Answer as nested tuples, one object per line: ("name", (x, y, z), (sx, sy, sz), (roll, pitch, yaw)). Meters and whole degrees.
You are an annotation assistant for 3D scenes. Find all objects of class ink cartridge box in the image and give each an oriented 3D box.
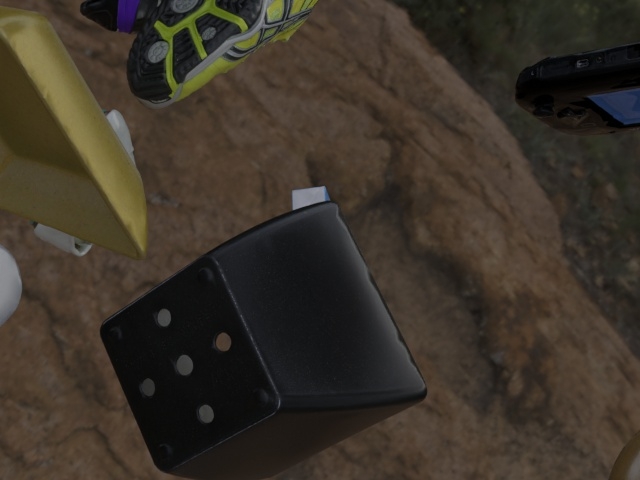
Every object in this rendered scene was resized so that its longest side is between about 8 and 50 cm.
("ink cartridge box", (0.000, 0.000, 1.773), (0.060, 0.180, 0.104), (-9, 58, 9))

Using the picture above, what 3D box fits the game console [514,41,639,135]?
("game console", (0.293, -0.092, 0.571), (0.213, 0.361, 0.043), (30, 63, -48))

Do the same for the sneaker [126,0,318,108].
("sneaker", (-0.094, -0.301, 1.387), (0.384, 0.147, 0.145), (-45, 55, -14))

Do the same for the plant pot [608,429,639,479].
("plant pot", (0.408, 0.284, 1.051), (0.236, 0.032, 0.236), (1, 72, -3))

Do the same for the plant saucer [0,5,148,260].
("plant saucer", (-0.349, -0.149, 1.164), (0.333, 0.332, 0.081), (18, 57, 36))

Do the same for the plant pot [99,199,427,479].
("plant pot", (-0.059, 0.090, 0.829), (0.167, 0.188, 0.187), (-2, 64, -62))

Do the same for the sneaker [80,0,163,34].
("sneaker", (-0.272, -0.433, 1.438), (0.146, 0.293, 0.102), (5, 14, -26))

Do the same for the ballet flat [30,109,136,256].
("ballet flat", (-0.374, -0.084, 1.733), (0.139, 0.400, 0.139), (13, 61, -24))

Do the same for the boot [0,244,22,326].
("boot", (-0.373, 0.058, 0.854), (0.258, 0.123, 0.095), (-22, 101, -65))
